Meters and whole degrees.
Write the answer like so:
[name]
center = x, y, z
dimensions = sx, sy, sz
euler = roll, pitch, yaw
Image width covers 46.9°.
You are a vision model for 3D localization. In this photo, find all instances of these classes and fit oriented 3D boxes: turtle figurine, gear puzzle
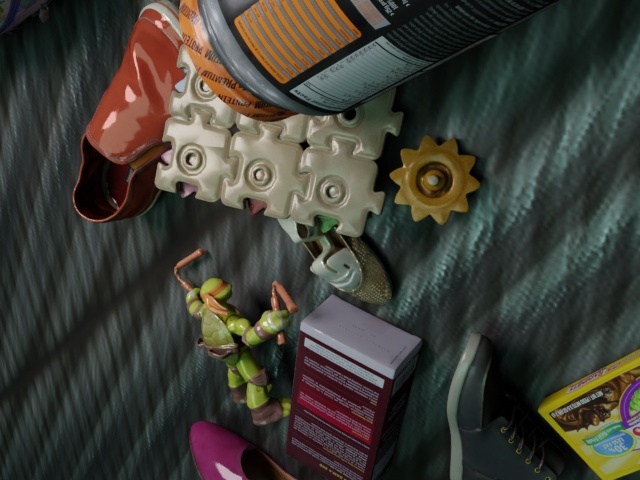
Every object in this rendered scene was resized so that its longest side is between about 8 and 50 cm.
[turtle figurine]
center = -0.104, 0.132, 0.948
dimensions = 0.270, 0.087, 0.217
euler = 9, 125, 47
[gear puzzle]
center = -0.002, -0.099, 0.754
dimensions = 0.339, 0.044, 0.175
euler = 14, 98, 16

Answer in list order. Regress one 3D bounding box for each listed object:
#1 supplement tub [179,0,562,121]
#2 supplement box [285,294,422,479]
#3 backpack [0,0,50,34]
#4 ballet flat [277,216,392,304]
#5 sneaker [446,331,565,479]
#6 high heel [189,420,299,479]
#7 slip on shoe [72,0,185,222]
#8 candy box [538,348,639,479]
[supplement tub]
center = 0.042, -0.218, 0.568
dimensions = 0.316, 0.193, 0.193
euler = -19, 104, 42
[supplement box]
center = 0.035, 0.199, 0.914
dimensions = 0.130, 0.073, 0.239
euler = 26, 128, 23
[backpack]
center = -0.424, -0.346, 0.825
dimensions = 0.356, 0.273, 0.290
euler = 9, 122, 59
[ballet flat]
center = 0.000, 0.000, 0.821
dimensions = 0.206, 0.067, 0.073
euler = 52, 134, -2
[sneaker]
center = 0.204, 0.193, 0.789
dimensions = 0.118, 0.083, 0.222
euler = 10, 130, 25
[high heel]
center = -0.023, 0.345, 1.057
dimensions = 0.377, 0.127, 0.181
euler = 37, 104, 18
[slip on shoe]
center = -0.221, -0.135, 0.883
dimensions = 0.123, 0.101, 0.331
euler = 44, 133, 9
[candy box]
center = 0.319, 0.158, 0.707
dimensions = 0.105, 0.027, 0.206
euler = 46, 134, 2
